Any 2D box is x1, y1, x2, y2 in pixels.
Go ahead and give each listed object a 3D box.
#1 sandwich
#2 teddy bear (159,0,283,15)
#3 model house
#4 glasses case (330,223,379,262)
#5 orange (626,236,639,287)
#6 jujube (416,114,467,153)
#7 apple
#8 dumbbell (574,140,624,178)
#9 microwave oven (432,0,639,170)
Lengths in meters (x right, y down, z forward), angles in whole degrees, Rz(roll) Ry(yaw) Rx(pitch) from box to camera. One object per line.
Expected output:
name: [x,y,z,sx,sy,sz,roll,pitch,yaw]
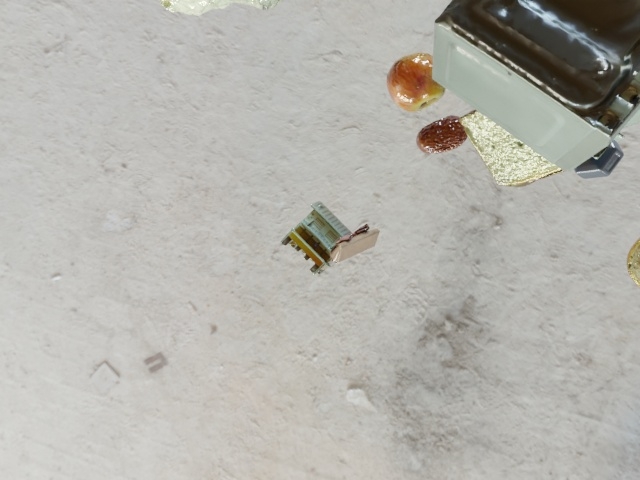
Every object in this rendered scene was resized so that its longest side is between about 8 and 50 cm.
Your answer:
sandwich: [0.460,-0.242,1.103,0.087,0.251,0.226,-32,93,-22]
teddy bear: [-0.157,-0.574,0.904,0.363,0.327,0.374,-8,57,43]
model house: [0.000,0.000,1.902,0.215,0.198,0.224,-45,81,4]
glasses case: [0.115,-0.006,1.727,0.070,0.194,0.102,45,142,31]
orange: [0.591,0.024,0.810,0.134,0.157,0.156,28,107,25]
jujube: [0.420,-0.363,1.717,0.176,0.109,0.112,-21,55,3]
apple: [0.226,-0.381,1.179,0.147,0.146,0.146,3,102,13]
dumbbell: [0.801,-0.312,1.546,0.325,0.160,0.144,20,76,-32]
microwave oven: [0.290,-0.261,0.516,0.238,0.181,0.295,40,96,10]
